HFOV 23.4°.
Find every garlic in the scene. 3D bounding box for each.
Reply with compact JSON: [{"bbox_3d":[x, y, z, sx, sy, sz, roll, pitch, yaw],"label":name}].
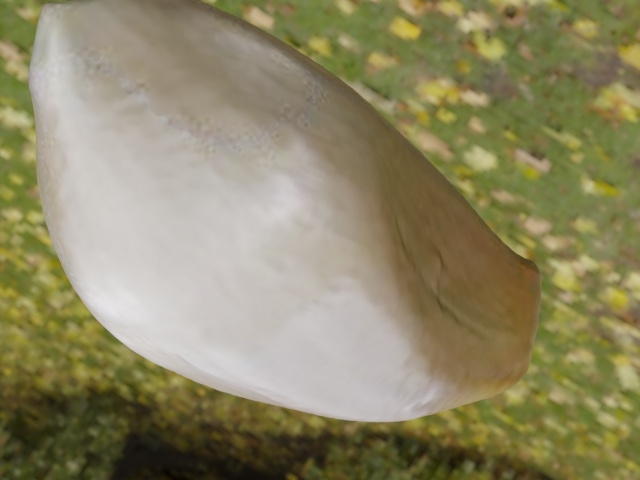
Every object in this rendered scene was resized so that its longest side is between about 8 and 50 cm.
[{"bbox_3d":[-0.005,0.008,0.675,0.112,0.143,0.318,24,175,41],"label":"garlic"}]
